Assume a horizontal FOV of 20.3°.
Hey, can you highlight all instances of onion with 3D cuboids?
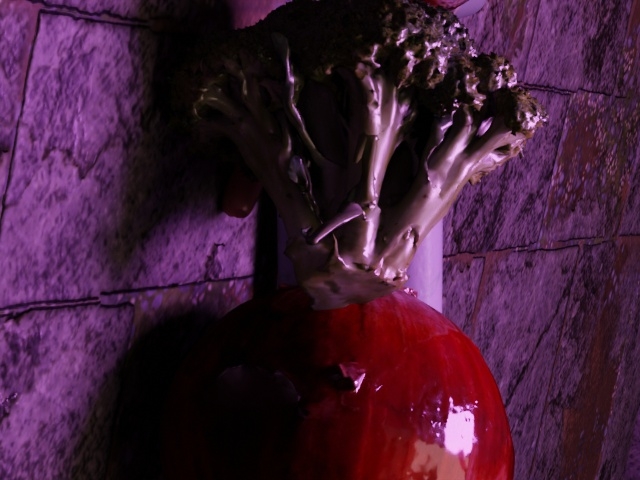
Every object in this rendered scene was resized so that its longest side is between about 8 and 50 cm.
[{"bbox_3d":[0.012,0.180,1.675,0.341,0.341,0.341,-45,143,-51],"label":"onion"}]

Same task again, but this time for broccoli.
[{"bbox_3d":[0.027,-0.089,1.576,0.303,0.321,0.284,25,58,-37],"label":"broccoli"}]

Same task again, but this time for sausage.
[{"bbox_3d":[-0.070,-0.062,1.736,0.034,0.034,0.083,53,53,-62],"label":"sausage"}]

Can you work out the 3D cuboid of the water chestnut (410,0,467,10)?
[{"bbox_3d":[0.093,-0.329,1.725,0.223,0.238,0.224,43,28,-29],"label":"water chestnut"}]

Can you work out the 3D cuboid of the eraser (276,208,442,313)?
[{"bbox_3d":[0.041,-0.012,1.819,0.081,0.174,0.227,-52,144,-65],"label":"eraser"}]

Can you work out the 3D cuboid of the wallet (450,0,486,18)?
[{"bbox_3d":[0.149,-0.373,2.013,0.360,0.083,0.252,-29,124,-60],"label":"wallet"}]
